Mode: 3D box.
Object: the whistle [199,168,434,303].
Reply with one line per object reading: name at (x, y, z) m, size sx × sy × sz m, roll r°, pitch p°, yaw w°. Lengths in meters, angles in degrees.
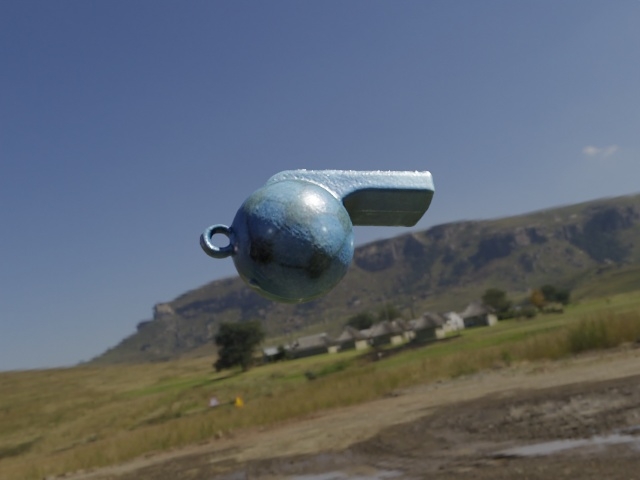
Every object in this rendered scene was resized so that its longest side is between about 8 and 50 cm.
whistle at (0.000, 0.000, 0.537) m, size 0.158 × 0.090 × 0.090 m, roll 0°, pitch -10°, yaw -11°
